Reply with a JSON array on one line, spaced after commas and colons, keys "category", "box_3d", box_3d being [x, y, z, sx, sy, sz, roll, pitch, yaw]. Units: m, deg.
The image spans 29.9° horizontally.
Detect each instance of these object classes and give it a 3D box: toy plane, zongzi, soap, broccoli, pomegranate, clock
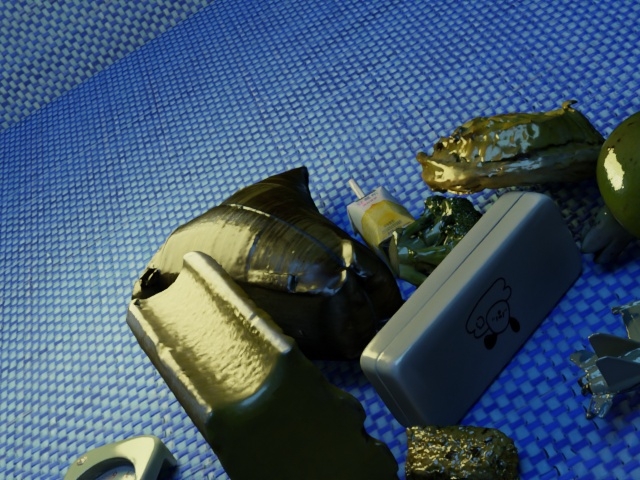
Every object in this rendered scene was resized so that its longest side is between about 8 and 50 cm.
[{"category": "toy plane", "box_3d": [0.395, 0.116, 1.254, 0.262, 0.088, 0.192, -15, 38, 10]}, {"category": "zongzi", "box_3d": [0.000, 0.000, 1.699, 0.403, 0.207, 0.432, 0, 34, 39]}, {"category": "soap", "box_3d": [-0.059, 0.192, 1.353, 0.156, 0.293, 0.335, -40, 31, -7]}, {"category": "broccoli", "box_3d": [0.161, 0.020, 1.557, 0.138, 0.162, 0.146, -5, 0, -12]}, {"category": "pomegranate", "box_3d": [0.401, -0.053, 1.419, 0.210, 0.179, 0.179, -61, 31, 4]}, {"category": "clock", "box_3d": [-0.275, 0.346, 1.557, 0.152, 0.062, 0.191, -18, 33, 23]}]

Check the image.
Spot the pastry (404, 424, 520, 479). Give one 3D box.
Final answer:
[{"category": "pastry", "box_3d": [0.153, 0.238, 1.319, 0.140, 0.056, 0.080, -8, 49, 32]}]

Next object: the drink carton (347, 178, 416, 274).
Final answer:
[{"category": "drink carton", "box_3d": [0.088, -0.027, 1.753, 0.084, 0.074, 0.200, -33, 29, -1]}]

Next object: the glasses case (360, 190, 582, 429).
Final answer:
[{"category": "glasses case", "box_3d": [0.187, 0.084, 1.438, 0.313, 0.131, 0.070, -46, 32, -23]}]

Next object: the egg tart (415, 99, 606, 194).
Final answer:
[{"category": "egg tart", "box_3d": [0.266, -0.125, 1.590, 0.291, 0.107, 0.291, -7, 6, 1]}]
